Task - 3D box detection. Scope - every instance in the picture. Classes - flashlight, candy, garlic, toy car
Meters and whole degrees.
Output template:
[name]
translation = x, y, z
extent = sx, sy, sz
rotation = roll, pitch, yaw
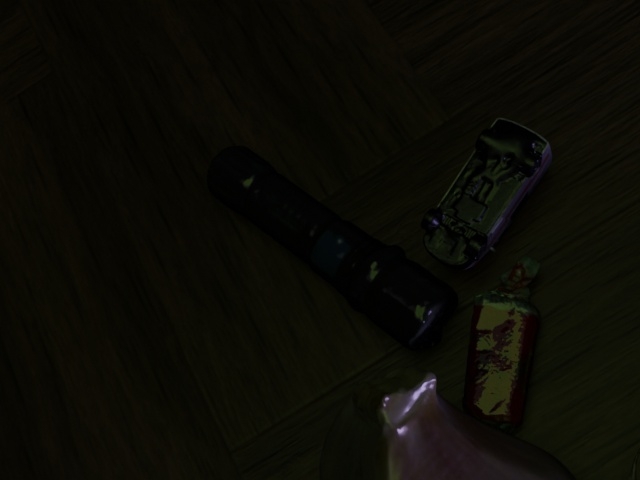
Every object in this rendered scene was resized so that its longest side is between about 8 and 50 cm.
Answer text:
[flashlight]
translation = 0.000, 0.000, 1.241
extent = 0.424, 0.103, 0.103
rotation = 36, 83, 28
[candy]
translation = 0.221, 0.151, 1.122
extent = 0.086, 0.059, 0.292
rotation = 7, 73, 19
[garlic]
translation = 0.158, 0.298, 1.024
extent = 0.340, 0.231, 0.246
rotation = 20, 74, -17
[toy car]
translation = 0.218, -0.051, 1.180
extent = 0.089, 0.108, 0.209
rotation = 32, 86, 24
